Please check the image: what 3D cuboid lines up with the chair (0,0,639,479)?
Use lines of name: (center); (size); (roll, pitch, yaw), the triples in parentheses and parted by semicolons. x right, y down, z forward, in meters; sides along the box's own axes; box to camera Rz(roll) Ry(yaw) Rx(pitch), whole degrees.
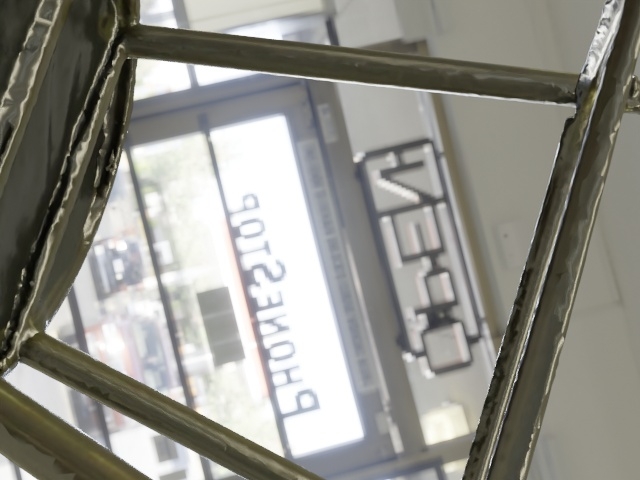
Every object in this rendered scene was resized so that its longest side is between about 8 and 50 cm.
chair: (0.000, 0.000, 0.550); (0.362, 0.410, 0.364); (41, 67, -80)
